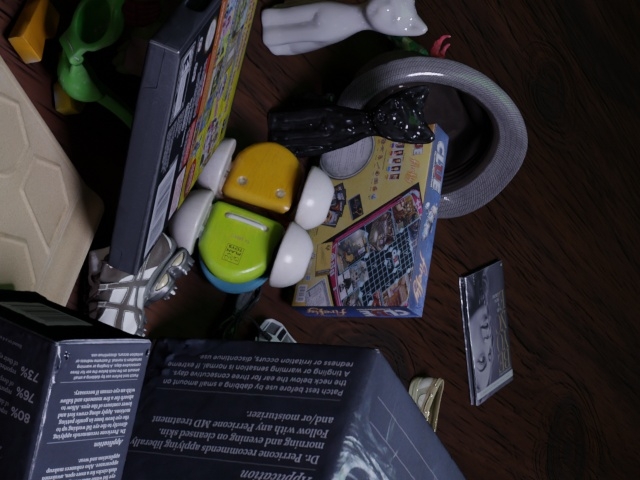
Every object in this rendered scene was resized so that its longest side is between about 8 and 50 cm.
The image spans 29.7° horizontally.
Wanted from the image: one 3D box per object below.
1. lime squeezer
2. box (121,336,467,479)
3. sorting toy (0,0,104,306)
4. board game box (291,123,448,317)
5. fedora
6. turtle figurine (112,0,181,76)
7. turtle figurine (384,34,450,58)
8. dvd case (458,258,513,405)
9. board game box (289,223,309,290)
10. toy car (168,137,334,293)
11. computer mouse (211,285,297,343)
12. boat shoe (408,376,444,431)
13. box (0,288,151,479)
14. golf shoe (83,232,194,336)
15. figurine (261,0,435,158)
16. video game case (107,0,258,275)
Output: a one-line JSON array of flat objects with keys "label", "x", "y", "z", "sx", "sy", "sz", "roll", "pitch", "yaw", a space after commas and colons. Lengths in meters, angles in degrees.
[{"label": "lime squeezer", "x": -0.187, "y": -0.182, "z": 1.124, "sx": 0.310, "sy": 0.110, "sz": 0.059, "roll": 111, "pitch": -26, "yaw": -49}, {"label": "box", "x": -0.039, "y": 0.426, "z": 1.256, "sx": 0.480, "sy": 0.297, "sz": 0.472, "roll": 56, "pitch": 45, "yaw": -42}, {"label": "sorting toy", "x": -0.283, "y": -0.067, "z": 1.113, "sx": 0.229, "sy": 0.041, "sz": 0.307, "roll": 59, "pitch": 35, "yaw": -44}, {"label": "board game box", "x": 0.063, "y": -0.024, "z": 1.510, "sx": 0.042, "sy": 0.165, "sz": 0.243, "roll": 38, "pitch": 57, "yaw": -52}, {"label": "fedora", "x": 0.138, "y": -0.165, "z": 1.668, "sx": 0.275, "sy": 0.244, "sz": 0.124, "roll": 20, "pitch": 35, "yaw": -22}, {"label": "turtle figurine", "x": -0.207, "y": -0.305, "z": 1.174, "sx": 0.266, "sy": 0.275, "sz": 0.198, "roll": 88, "pitch": -16, "yaw": -50}, {"label": "turtle figurine", "x": 0.160, "y": -0.212, "z": 1.794, "sx": 0.234, "sy": 0.118, "sz": 0.175, "roll": 42, "pitch": 54, "yaw": -58}, {"label": "dvd case", "x": 0.287, "y": 0.155, "z": 2.077, "sx": 0.164, "sy": 0.018, "sz": 0.221, "roll": -18, "pitch": 105, "yaw": -58}, {"label": "board game box", "x": 0.000, "y": 0.000, "z": 1.591, "sx": 0.154, "sy": 0.026, "sz": 0.103, "roll": -56, "pitch": 134, "yaw": -45}, {"label": "toy car", "x": -0.081, "y": -0.018, "z": 1.370, "sx": 0.136, "sy": 0.159, "sz": 0.182, "roll": 109, "pitch": 1, "yaw": -58}, {"label": "computer mouse", "x": -0.063, "y": 0.137, "z": 1.468, "sx": 0.193, "sy": 0.042, "sz": 0.106, "roll": 55, "pitch": 39, "yaw": -35}, {"label": "boat shoe", "x": 0.160, "y": 0.283, "z": 1.826, "sx": 0.056, "sy": 0.048, "sz": 0.153, "roll": 24, "pitch": 68, "yaw": -56}, {"label": "box", "x": -0.247, "y": 0.159, "z": 0.997, "sx": 0.108, "sy": 0.153, "sz": 0.207, "roll": 5, "pitch": 101, "yaw": -54}, {"label": "golf shoe", "x": -0.212, "y": 0.060, "z": 1.204, "sx": 0.094, "sy": 0.077, "sz": 0.198, "roll": 46, "pitch": 48, "yaw": -20}, {"label": "figurine", "x": 0.041, "y": -0.214, "z": 1.489, "sx": 0.092, "sy": 0.209, "sz": 0.215, "roll": -10, "pitch": 97, "yaw": -59}, {"label": "video game case", "x": -0.125, "y": -0.139, "z": 1.166, "sx": 0.248, "sy": 0.035, "sz": 0.275, "roll": -64, "pitch": 175, "yaw": -47}]
